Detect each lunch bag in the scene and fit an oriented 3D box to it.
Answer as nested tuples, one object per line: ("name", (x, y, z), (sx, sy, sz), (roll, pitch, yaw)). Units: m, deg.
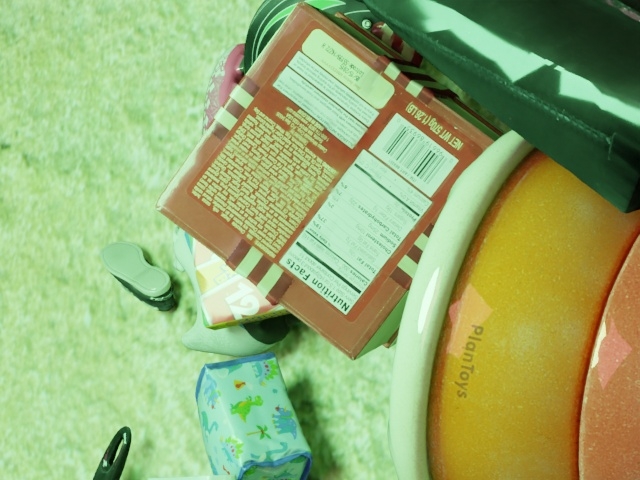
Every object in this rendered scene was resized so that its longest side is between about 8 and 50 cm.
("lunch bag", (-0.072, 0.206, 1.906), (0.151, 0.096, 0.128), (112, 144, -50))

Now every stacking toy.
("stacking toy", (0.322, 0.120, 1.452), (0.480, 0.351, 0.350), (16, 91, 28))

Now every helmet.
("helmet", (0.010, -0.186, 1.881), (0.169, 0.169, 0.161), (23, 102, 45))

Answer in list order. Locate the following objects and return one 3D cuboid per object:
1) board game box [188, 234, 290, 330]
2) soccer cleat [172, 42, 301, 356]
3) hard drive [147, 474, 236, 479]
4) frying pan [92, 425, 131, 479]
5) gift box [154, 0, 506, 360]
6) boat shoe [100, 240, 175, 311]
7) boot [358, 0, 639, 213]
("board game box", (0.000, 0.000, 1.855), (0.259, 0.039, 0.124), (-13, 78, 14))
("soccer cleat", (-0.103, -0.041, 1.980), (0.143, 0.116, 0.331), (-15, 70, 38))
("hard drive", (-0.123, 0.384, 1.864), (0.203, 0.040, 0.307), (161, 108, -68))
("frying pan", (-0.286, 0.358, 2.102), (0.197, 0.053, 0.326), (3, 80, 45))
("gift box", (0.049, -0.062, 1.680), (0.255, 0.258, 0.276), (42, 98, 7))
("boat shoe", (-0.201, 0.039, 2.112), (0.046, 0.038, 0.125), (-36, 41, -23))
("boot", (0.212, -0.221, 1.528), (0.445, 0.367, 0.146), (34, 144, 37))
